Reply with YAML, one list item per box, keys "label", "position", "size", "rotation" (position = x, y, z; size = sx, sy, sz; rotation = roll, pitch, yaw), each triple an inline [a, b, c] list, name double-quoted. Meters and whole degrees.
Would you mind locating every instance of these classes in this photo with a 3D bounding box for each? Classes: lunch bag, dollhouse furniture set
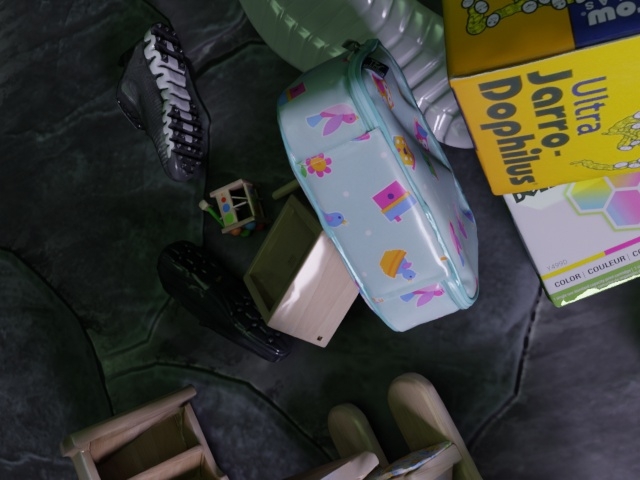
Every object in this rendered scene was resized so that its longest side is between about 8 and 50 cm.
- label: "lunch bag"
  position: [0.071, -0.070, 0.674]
  size: [0.108, 0.224, 0.279]
  rotation: [-21, 109, 24]
- label: "dollhouse furniture set"
  position: [-0.110, 0.264, 0.703]
  size: [0.394, 0.362, 0.256]
  rotation: [-40, 72, 48]

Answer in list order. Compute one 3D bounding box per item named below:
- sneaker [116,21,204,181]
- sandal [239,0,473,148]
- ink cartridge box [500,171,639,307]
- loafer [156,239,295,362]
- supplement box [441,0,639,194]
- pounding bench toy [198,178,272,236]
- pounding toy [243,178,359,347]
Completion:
- label: "sneaker"
  position: [-0.232, -0.182, 0.919]
  size: [0.106, 0.078, 0.234]
  rotation: [-20, 76, 24]
- label: "sandal"
  position: [0.054, -0.256, 0.792]
  size: [0.416, 0.102, 0.169]
  rotation: [42, 119, 6]
- label: "ink cartridge box"
  position: [0.265, -0.091, 0.652]
  size: [0.189, 0.097, 0.255]
  rotation: [-25, 93, 16]
- label: "loafer"
  position: [-0.128, 0.088, 0.867]
  size: [0.223, 0.076, 0.078]
  rotation: [37, 132, 15]
- label: "supplement box"
  position: [0.217, -0.251, 0.583]
  size: [0.195, 0.194, 0.356]
  rotation: [-10, 63, 22]
- label: "pounding bench toy"
  position: [-0.118, -0.035, 0.872]
  size: [0.083, 0.052, 0.065]
  rotation: [-21, 80, 21]
- label: "pounding toy"
  position: [0.000, -0.008, 0.795]
  size: [0.206, 0.094, 0.181]
  rotation: [-59, 28, 10]
